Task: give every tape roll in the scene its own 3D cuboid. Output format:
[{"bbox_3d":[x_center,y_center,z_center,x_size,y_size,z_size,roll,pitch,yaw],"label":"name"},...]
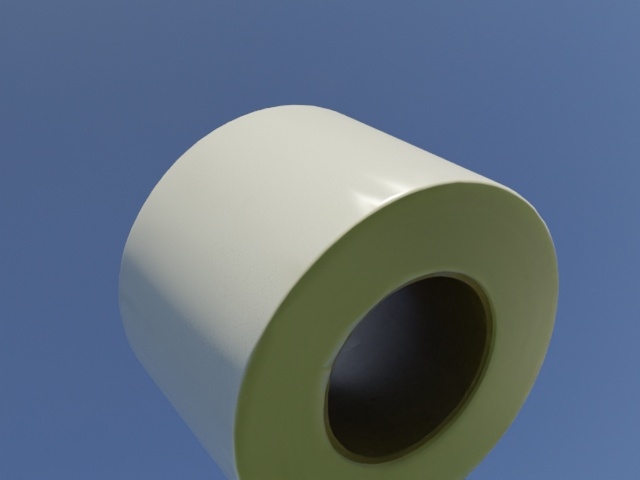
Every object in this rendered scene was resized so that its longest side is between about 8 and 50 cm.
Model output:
[{"bbox_3d":[0.011,0.048,0.501,0.246,0.169,0.246,-17,-58,-29],"label":"tape roll"}]
